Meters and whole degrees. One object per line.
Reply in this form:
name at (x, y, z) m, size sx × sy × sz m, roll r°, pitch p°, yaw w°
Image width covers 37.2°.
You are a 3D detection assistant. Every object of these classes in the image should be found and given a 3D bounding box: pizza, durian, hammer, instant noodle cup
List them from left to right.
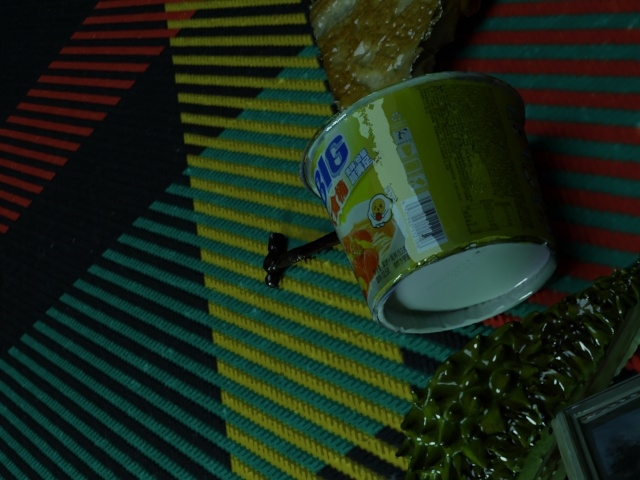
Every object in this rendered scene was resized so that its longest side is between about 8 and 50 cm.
hammer at (0.000, 0.000, 1.029) m, size 0.178 × 0.021 × 0.065 m, roll -24°, pitch 55°, yaw 41°
pizza at (0.100, -0.221, 0.972) m, size 0.251 × 0.074 × 0.288 m, roll -37°, pitch 48°, yaw 34°
instant noodle cup at (0.099, -0.023, 0.791) m, size 0.205 × 0.205 × 0.153 m, roll -38°, pitch 55°, yaw 33°
durian at (0.133, 0.147, 0.717) m, size 0.106 × 0.132 × 0.375 m, roll 40°, pitch 99°, yaw 38°

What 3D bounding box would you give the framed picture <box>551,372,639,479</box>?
framed picture at (0.269, 0.087, 0.494) m, size 0.296 × 0.019 × 0.232 m, roll -28°, pitch 16°, yaw 12°
